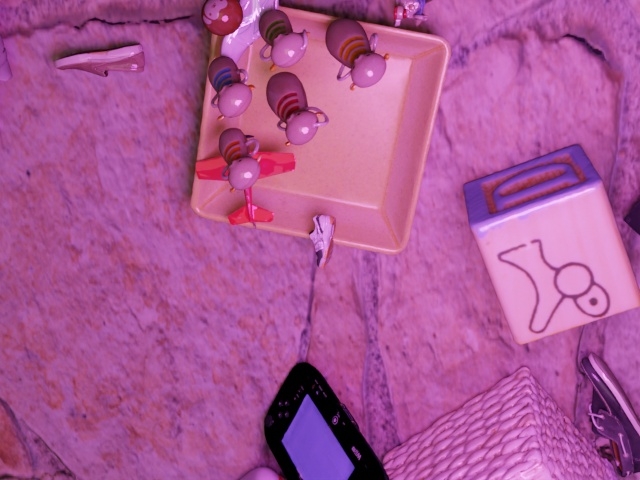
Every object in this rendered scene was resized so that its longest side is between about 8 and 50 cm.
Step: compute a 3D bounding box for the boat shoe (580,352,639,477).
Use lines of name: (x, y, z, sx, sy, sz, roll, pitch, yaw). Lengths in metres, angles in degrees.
boat shoe: (0.470, 0.285, 1.517, 0.079, 0.084, 0.233, -27, 110, 15)

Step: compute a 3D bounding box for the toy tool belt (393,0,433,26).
toy tool belt: (0.130, -0.325, 1.309, 0.051, 0.083, 0.052, 6, 121, 6)

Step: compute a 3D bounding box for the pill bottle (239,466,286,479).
pill bottle: (-0.029, 0.548, 1.620, 0.323, 0.181, 0.181, 38, 110, -10)

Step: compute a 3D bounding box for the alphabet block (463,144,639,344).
alphabet block: (0.330, 0.002, 1.360, 0.192, 0.193, 0.197, -19, 109, 14)

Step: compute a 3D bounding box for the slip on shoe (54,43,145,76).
slip on shoe: (-0.327, -0.262, 1.399, 0.135, 0.051, 0.041, -9, 108, 1)

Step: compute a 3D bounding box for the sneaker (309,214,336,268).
sneaker: (0.000, 0.000, 1.398, 0.037, 0.032, 0.083, 13, 108, 15)

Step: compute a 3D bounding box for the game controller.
game controller: (0.003, 0.336, 1.480, 0.067, 0.319, 0.167, 5, 118, -32)

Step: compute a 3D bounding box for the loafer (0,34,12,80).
loafer: (-0.513, -0.270, 1.395, 0.111, 0.112, 0.320, 6, 112, -38)

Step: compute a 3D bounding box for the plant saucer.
plant saucer: (-0.004, -0.170, 1.386, 0.332, 0.081, 0.333, 11, 113, 1)

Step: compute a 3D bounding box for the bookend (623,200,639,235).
bookend: (0.555, 0.004, 1.392, 0.072, 0.156, 0.157, -53, 55, 21)

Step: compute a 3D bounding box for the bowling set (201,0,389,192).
bowling set: (-0.080, -0.210, 1.211, 0.287, 0.154, 0.200, -45, 125, 15)

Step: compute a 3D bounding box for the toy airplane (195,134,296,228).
toy airplane: (-0.109, -0.083, 1.373, 0.151, 0.028, 0.151, 1, 111, 4)

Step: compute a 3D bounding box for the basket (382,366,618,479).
basket: (0.277, 0.431, 1.470, 0.331, 0.328, 0.266, -37, 100, 18)

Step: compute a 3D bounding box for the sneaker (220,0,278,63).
sneaker: (-0.091, -0.294, 1.274, 0.061, 0.054, 0.152, 24, 111, -7)
